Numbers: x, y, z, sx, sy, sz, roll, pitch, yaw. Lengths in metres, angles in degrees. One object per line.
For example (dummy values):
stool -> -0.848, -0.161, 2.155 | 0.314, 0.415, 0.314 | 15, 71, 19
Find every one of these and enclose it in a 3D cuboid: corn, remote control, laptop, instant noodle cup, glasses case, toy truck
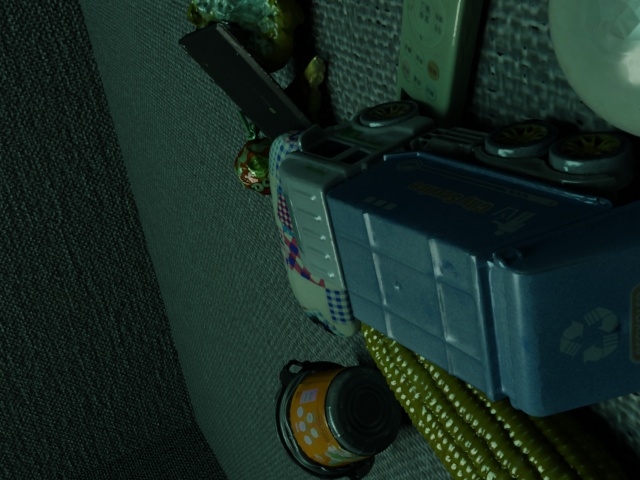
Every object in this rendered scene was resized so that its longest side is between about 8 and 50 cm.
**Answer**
corn -> 0.161, 0.169, 0.728 | 0.344, 0.131, 0.131 | 52, 153, 43
remote control -> 0.105, -0.188, 0.655 | 0.090, 0.038, 0.309 | 53, 154, 38
laptop -> -0.091, -0.196, 0.954 | 0.197, 0.016, 0.135 | 44, 162, -26
instant noodle cup -> 0.039, 0.254, 1.082 | 0.208, 0.177, 0.125 | 41, 145, -11
glasses case -> 0.000, 0.000, 1.014 | 0.125, 0.076, 0.327 | 24, 138, 36
toy truck -> 0.111, -0.008, 0.585 | 0.367, 0.175, 0.146 | 25, 134, 52

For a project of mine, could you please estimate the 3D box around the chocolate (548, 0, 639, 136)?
chocolate -> 0.189, -0.113, 0.362 | 0.221, 0.147, 0.221 | 51, 156, 34

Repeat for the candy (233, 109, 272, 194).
candy -> -0.102, -0.155, 1.161 | 0.078, 0.084, 0.287 | -59, 25, 18

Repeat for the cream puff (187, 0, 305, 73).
cream puff -> -0.083, -0.295, 0.937 | 0.156, 0.121, 0.156 | 4, 99, 22

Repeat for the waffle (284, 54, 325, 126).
waffle -> -0.011, -0.160, 0.980 | 0.191, 0.032, 0.125 | -10, 98, 71
